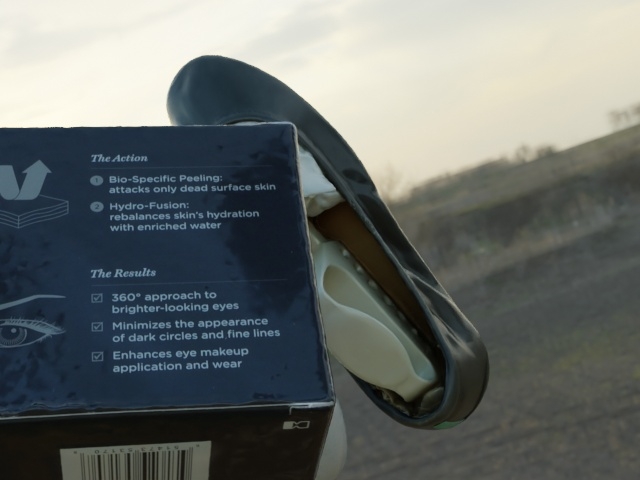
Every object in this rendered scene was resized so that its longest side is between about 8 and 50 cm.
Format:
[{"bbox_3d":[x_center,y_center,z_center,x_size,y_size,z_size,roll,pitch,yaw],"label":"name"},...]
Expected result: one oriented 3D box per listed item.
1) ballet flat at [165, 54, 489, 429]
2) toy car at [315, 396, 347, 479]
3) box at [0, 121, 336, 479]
[{"bbox_3d":[0.000,0.000,0.773,0.095,0.280,0.096,-43,-2,21],"label":"ballet flat"},{"bbox_3d":[-0.080,0.094,0.709,0.159,0.136,0.182,-9,-16,-13],"label":"toy car"},{"bbox_3d":[-0.083,0.033,0.568,0.156,0.158,0.093,-1,-39,-9],"label":"box"}]
